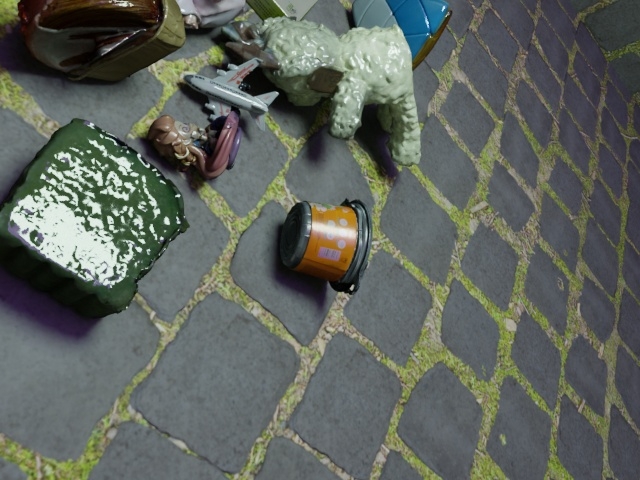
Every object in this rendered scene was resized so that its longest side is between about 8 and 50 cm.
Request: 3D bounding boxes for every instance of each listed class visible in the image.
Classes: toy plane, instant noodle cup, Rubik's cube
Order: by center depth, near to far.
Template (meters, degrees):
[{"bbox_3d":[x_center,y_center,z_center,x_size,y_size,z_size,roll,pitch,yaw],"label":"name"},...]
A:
[{"bbox_3d":[0.000,0.000,1.072,0.125,0.178,0.208,12,32,-21],"label":"instant noodle cup"},{"bbox_3d":[-0.170,-0.270,1.075,0.171,0.065,0.162,21,101,-9],"label":"toy plane"},{"bbox_3d":[0.191,-0.546,1.488,0.254,0.254,0.255,18,61,-36],"label":"Rubik's cube"}]

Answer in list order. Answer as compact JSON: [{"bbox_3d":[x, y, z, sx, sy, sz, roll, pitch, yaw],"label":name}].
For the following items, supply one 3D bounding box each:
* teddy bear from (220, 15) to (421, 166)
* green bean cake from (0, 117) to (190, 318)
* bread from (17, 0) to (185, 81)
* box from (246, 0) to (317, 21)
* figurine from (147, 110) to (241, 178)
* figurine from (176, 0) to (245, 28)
[{"bbox_3d":[0.013,-0.318,1.244,0.375,0.362,0.327,77,0,-51],"label":"teddy bear"},{"bbox_3d":[-0.316,-0.029,0.810,0.222,0.125,0.227,39,56,-23],"label":"green bean cake"},{"bbox_3d":[-0.327,-0.321,0.860,0.212,0.224,0.143,3,71,-64],"label":"bread"},{"bbox_3d":[-0.124,-0.597,1.275,0.260,0.062,0.175,45,48,-19],"label":"box"},{"bbox_3d":[-0.212,-0.162,0.992,0.157,0.114,0.126,-7,41,-15],"label":"figurine"},{"bbox_3d":[-0.245,-0.450,1.055,0.276,0.200,0.133,-33,136,-43],"label":"figurine"}]
